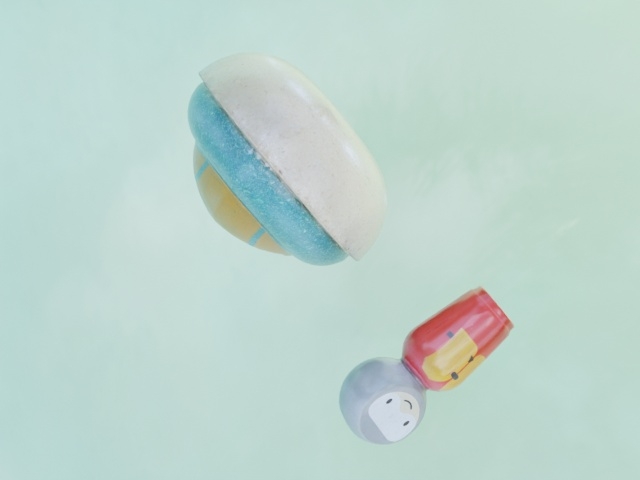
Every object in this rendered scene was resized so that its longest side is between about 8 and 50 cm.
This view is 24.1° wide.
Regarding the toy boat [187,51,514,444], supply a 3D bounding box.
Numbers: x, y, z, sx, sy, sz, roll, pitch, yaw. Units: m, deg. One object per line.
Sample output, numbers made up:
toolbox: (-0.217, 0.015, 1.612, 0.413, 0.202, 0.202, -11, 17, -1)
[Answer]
toy boat: (0.000, 0.000, 1.162, 0.148, 0.267, 0.318, -39, 83, 2)
